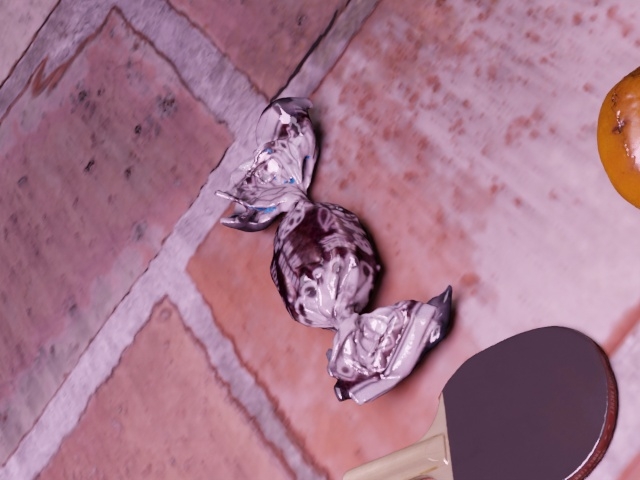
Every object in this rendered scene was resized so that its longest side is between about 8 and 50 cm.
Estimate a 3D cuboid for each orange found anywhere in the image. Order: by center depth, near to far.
[{"bbox_3d":[0.163,-0.046,0.618,0.086,0.062,0.086,-1,70,2],"label":"orange"}]

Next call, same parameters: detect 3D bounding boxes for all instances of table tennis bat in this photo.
[{"bbox_3d":[0.073,0.094,0.670,0.156,0.013,0.087,-28,50,32],"label":"table tennis bat"}]

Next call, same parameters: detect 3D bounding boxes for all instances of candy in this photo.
[{"bbox_3d":[0.000,0.000,0.773,0.094,0.051,0.226,-44,42,15],"label":"candy"}]
